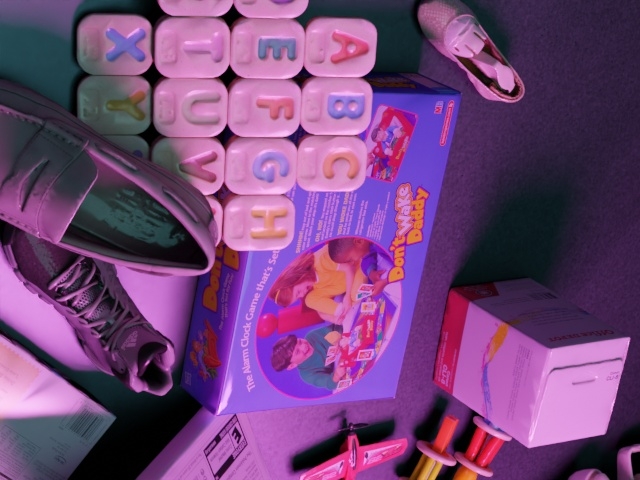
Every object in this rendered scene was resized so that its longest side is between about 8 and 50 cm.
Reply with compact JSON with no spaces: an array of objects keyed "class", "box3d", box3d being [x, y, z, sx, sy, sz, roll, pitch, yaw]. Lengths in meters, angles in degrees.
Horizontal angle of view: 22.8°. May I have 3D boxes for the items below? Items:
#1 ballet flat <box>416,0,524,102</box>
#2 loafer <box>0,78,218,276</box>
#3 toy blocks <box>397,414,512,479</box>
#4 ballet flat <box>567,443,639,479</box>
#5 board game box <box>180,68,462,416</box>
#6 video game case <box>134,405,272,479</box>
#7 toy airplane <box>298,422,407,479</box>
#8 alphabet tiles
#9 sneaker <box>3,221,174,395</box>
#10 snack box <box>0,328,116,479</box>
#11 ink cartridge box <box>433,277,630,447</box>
[{"class":"ballet flat","box3d":[0.165,-0.203,1.677,0.168,0.052,0.057,38,86,-41]},{"class":"loafer","box3d":[-0.229,-0.055,1.384,0.319,0.111,0.112,22,105,-24]},{"class":"toy blocks","box3d":[0.170,0.242,1.892,0.123,0.054,0.148,22,97,-41]},{"class":"ballet flat","box3d":[0.393,0.345,2.080,0.408,0.147,0.147,-18,121,-33]},{"class":"board game box","box3d":[0.000,0.000,1.634,0.233,0.078,0.347,-1,112,-36]},{"class":"video game case","box3d":[-0.108,0.352,1.571,0.329,0.036,0.300,-46,119,-60]},{"class":"toy airplane","box3d":[0.034,0.272,1.822,0.151,0.028,0.151,-15,120,-29]},{"class":"alphabet tiles","box3d":[-0.087,-0.124,1.472,0.277,0.021,0.284,0,109,-12]},{"class":"sneaker","box3d":[-0.198,0.062,1.480,0.086,0.132,0.229,-43,130,-12]},{"class":"snack box","box3d":[-0.356,0.152,1.453,0.187,0.060,0.322,-51,131,-6]},{"class":"ink cartridge box","box3d":[0.239,0.137,1.811,0.128,0.176,0.127,-5,114,-35]}]
